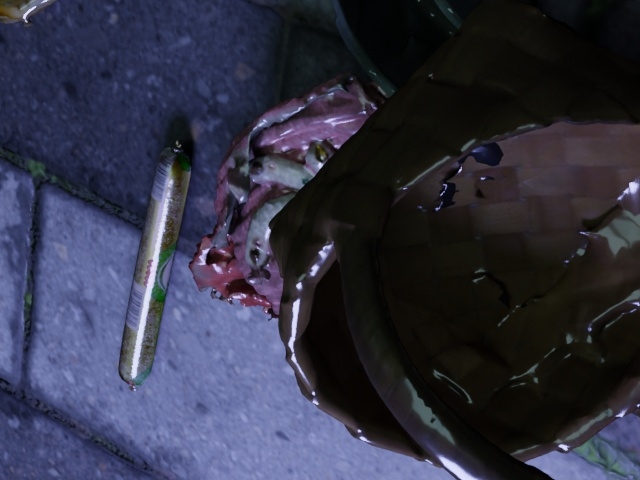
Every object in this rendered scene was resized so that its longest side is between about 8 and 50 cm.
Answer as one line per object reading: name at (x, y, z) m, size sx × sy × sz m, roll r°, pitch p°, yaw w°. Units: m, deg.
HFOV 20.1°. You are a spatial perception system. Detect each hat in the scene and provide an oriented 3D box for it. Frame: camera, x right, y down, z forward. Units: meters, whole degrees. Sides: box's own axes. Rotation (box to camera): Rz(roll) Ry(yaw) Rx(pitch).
hat at (0.000, 0.000, 1.404) m, size 0.286 × 0.107 × 0.236 m, roll -19°, pitch 114°, yaw 44°

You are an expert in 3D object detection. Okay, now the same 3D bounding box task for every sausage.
sausage at (-0.147, 0.027, 1.580) m, size 0.033 × 0.033 × 0.269 m, roll 30°, pitch 125°, yaw 23°

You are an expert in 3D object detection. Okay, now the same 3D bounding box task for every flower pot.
flower pot at (0.057, -0.203, 1.238) m, size 0.103 × 0.108 × 0.229 m, roll -20°, pitch 114°, yaw 38°

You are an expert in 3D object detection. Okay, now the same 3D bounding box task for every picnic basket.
picnic basket at (0.130, 0.058, 1.147) m, size 0.293 × 0.337 × 0.337 m, roll 28°, pitch 136°, yaw -25°

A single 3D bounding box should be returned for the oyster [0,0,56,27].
oyster at (-0.224, -0.249, 1.455) m, size 0.345 × 0.129 × 0.078 m, roll -23°, pitch 65°, yaw 49°
